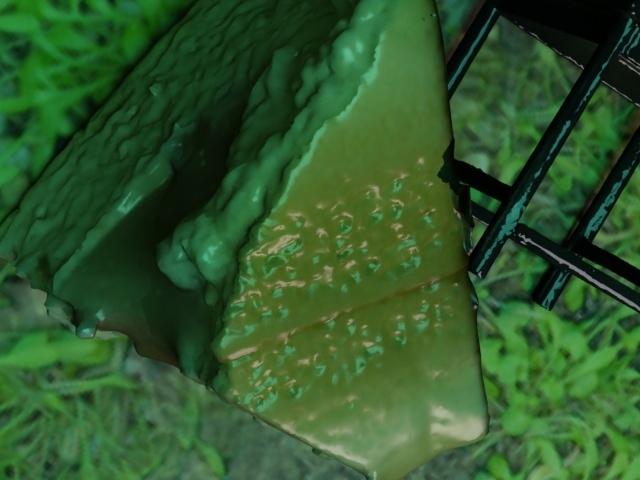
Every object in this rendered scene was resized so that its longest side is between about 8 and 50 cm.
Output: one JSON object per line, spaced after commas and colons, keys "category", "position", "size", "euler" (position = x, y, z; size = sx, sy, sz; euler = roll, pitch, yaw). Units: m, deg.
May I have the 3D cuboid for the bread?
{"category": "bread", "position": [0.010, -0.006, 0.789], "size": [0.211, 0.183, 0.224], "euler": [36, 90, -29]}

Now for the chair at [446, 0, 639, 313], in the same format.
{"category": "chair", "position": [0.162, -0.086, 0.867], "size": [0.154, 0.141, 0.260], "euler": [29, 94, -29]}
